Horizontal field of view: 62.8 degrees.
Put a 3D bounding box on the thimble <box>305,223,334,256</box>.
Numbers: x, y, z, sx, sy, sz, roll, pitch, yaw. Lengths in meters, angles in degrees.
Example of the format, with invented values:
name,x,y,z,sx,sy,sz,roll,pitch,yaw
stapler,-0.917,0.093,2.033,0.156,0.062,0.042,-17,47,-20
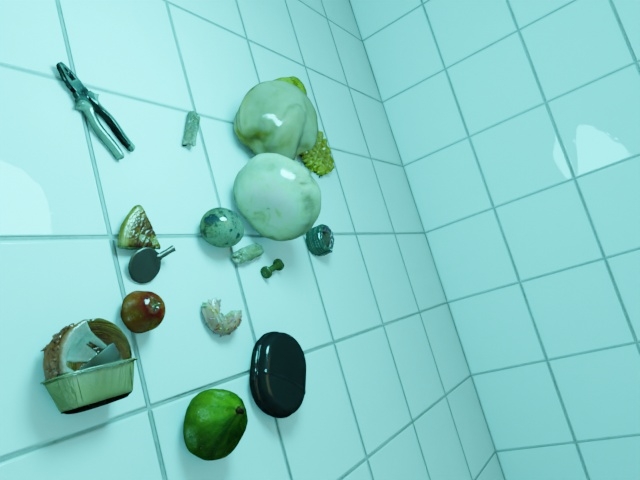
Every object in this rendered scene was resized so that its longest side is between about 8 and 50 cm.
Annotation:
name,x,y,z,sx,sy,sz,roll,pitch,yaw
thimble,-0.001,-0.002,2.401,0.118,0.090,0.135,28,52,-44

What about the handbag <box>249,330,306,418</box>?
name,x,y,z,sx,sy,sz,roll,pitch,yaw
handbag,-0.149,0.472,1.872,0.253,0.093,0.308,38,43,-42

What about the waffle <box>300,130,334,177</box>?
name,x,y,z,sx,sy,sz,roll,pitch,yaw
waffle,-0.036,-0.469,2.665,0.329,0.062,0.330,36,44,-43

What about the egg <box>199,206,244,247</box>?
name,x,y,z,sx,sy,sz,roll,pitch,yaw
egg,-0.343,-0.043,1.852,0.181,0.141,0.141,31,46,-58

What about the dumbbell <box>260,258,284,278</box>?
name,x,y,z,sx,sy,sz,roll,pitch,yaw
dumbbell,-0.190,0.111,2.079,0.052,0.046,0.118,60,31,-2

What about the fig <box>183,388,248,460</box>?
name,x,y,z,sx,sy,sz,roll,pitch,yaw
fig,-0.273,0.518,1.518,0.203,0.235,0.203,35,41,-37

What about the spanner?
name,x,y,z,sx,sy,sz,roll,pitch,yaw
spanner,-0.696,-0.398,1.611,0.325,0.040,0.096,57,32,-20

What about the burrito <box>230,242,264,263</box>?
name,x,y,z,sx,sy,sz,roll,pitch,yaw
burrito,-0.273,0.049,1.989,0.188,0.044,0.058,-26,100,-61

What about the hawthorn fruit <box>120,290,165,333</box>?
name,x,y,z,sx,sy,sz,roll,pitch,yaw
hawthorn fruit,-0.496,0.193,1.485,0.125,0.140,0.125,35,13,-10

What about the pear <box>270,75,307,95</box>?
name,x,y,z,sx,sy,sz,roll,pitch,yaw
pear,-0.158,-0.666,2.468,0.197,0.197,0.198,35,44,-43

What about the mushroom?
name,x,y,z,sx,sy,sz,roll,pitch,yaw
mushroom,-0.173,-0.167,2.054,0.353,0.353,0.325,14,104,-54

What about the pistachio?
name,x,y,z,sx,sy,sz,roll,pitch,yaw
pistachio,-0.179,-0.497,2.245,0.445,0.281,0.366,-13,105,-50

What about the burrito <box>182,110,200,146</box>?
name,x,y,z,sx,sy,sz,roll,pitch,yaw
burrito,-0.479,-0.415,1.953,0.051,0.042,0.171,13,50,-19

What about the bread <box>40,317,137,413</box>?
name,x,y,z,sx,sy,sz,roll,pitch,yaw
bread,-0.563,0.300,1.289,0.224,0.142,0.212,-2,76,-57

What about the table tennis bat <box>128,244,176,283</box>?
name,x,y,z,sx,sy,sz,roll,pitch,yaw
table tennis bat,-0.469,0.067,1.561,0.170,0.119,0.108,-39,126,-43

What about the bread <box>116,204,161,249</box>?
name,x,y,z,sx,sy,sz,roll,pitch,yaw
bread,-0.559,-0.012,1.570,0.155,0.054,0.136,66,33,-17

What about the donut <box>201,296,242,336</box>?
name,x,y,z,sx,sy,sz,roll,pitch,yaw
donut,-0.326,0.263,1.755,0.166,0.065,0.117,26,50,-47
